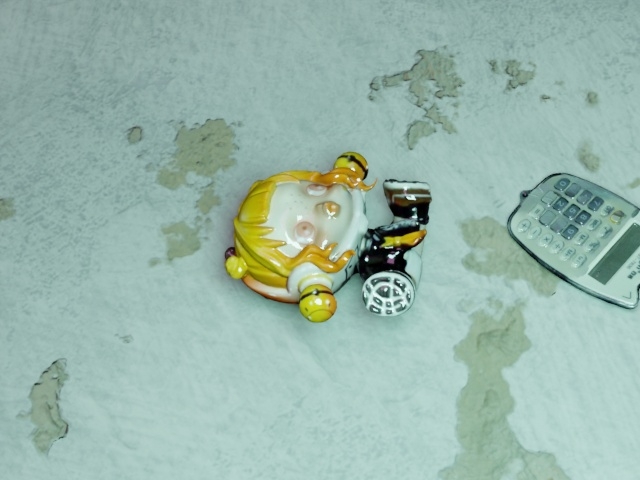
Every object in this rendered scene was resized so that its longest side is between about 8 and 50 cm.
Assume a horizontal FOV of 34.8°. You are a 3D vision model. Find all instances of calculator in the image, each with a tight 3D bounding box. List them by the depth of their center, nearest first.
[{"bbox_3d":[0.427,-0.008,1.629,0.177,0.040,0.268,-43,63,-16],"label":"calculator"}]

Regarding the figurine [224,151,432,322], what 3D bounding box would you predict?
[{"bbox_3d":[0.002,0.003,1.595,0.323,0.196,0.320,11,53,7],"label":"figurine"}]
